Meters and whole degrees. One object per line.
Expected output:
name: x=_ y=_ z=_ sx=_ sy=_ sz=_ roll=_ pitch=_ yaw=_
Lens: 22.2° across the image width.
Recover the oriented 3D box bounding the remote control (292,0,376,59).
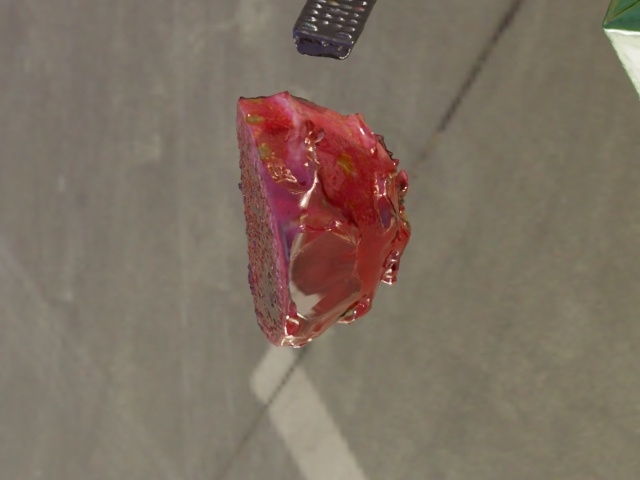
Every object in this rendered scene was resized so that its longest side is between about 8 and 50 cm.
remote control: x=0.033 y=-0.249 z=1.537 sx=0.063 sy=0.245 sz=0.025 roll=12 pitch=132 yaw=11

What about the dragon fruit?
dragon fruit: x=0.000 y=0.000 z=1.515 sx=0.163 sy=0.189 sz=0.261 roll=4 pitch=123 yaw=8

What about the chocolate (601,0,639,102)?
chocolate: x=0.428 y=-0.236 z=1.602 sx=0.161 sy=0.360 sz=0.341 roll=4 pitch=62 yaw=32
